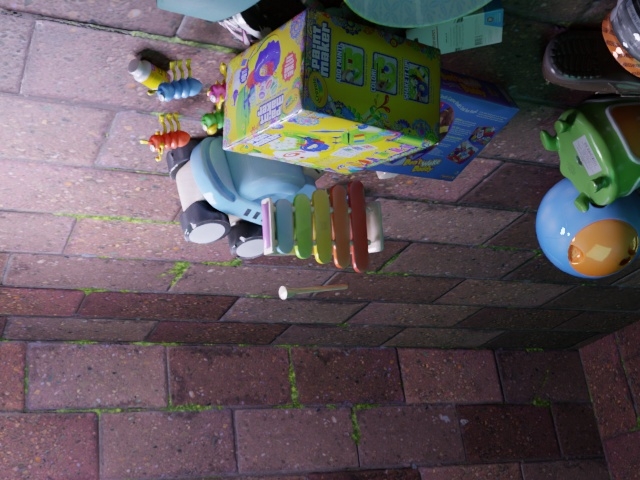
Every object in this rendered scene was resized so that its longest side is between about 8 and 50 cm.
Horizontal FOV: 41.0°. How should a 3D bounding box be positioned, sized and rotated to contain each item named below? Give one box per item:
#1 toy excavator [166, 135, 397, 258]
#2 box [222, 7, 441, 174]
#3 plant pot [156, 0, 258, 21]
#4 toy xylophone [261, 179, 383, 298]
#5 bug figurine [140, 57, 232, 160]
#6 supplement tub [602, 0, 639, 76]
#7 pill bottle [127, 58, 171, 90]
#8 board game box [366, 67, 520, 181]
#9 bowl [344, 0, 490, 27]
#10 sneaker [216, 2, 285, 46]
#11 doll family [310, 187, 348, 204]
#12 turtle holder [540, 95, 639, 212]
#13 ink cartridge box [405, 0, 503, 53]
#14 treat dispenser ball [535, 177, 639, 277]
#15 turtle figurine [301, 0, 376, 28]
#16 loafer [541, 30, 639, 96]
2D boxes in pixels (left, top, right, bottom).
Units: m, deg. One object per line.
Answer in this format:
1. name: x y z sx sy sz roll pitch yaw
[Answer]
1. toy excavator: -0.057 -0.155 1.928 0.445 0.222 0.432 -34 148 30
2. box: 0.016 -0.248 1.523 0.279 0.177 0.290 8 169 -32
3. plant pot: -0.160 -0.442 1.286 0.165 0.166 0.234 6 161 -29
4. toy xylophone: 0.000 0.000 1.862 0.322 0.236 0.081 -10 -179 -37
5. bug figurine: -0.247 -0.260 1.703 0.216 0.072 0.279 -18 162 -22
6. supplement tub: 0.664 -0.433 1.502 0.193 0.194 0.316 7 152 -30
7. pill bottle: -0.329 -0.318 1.644 0.043 0.043 0.083 -22 153 29
8. board game box: 0.227 -0.243 1.795 0.347 0.078 0.233 3 138 -45
9. bowl: 0.155 -0.475 1.299 0.289 0.156 0.289 -7 156 -3
10. sneaker: -0.122 -0.382 1.557 0.077 0.072 0.178 -1 158 31
11. doll family: 0.022 -0.088 2.236 0.192 0.076 0.111 7 148 -37
12. turtle holder: 0.668 -0.199 1.981 0.227 0.243 0.320 -25 146 -2
13. ink cartridge box: 0.246 -0.405 1.600 0.180 0.060 0.104 -10 157 5
14. treat dispenser ball: 0.723 -0.042 2.288 0.288 0.288 0.288 -6 156 -3
15. turtle figurine: 0.052 -0.403 1.494 0.175 0.118 0.234 -5 162 -7
16. loafer: 0.621 -0.364 1.762 0.365 0.134 0.130 7 177 -8
